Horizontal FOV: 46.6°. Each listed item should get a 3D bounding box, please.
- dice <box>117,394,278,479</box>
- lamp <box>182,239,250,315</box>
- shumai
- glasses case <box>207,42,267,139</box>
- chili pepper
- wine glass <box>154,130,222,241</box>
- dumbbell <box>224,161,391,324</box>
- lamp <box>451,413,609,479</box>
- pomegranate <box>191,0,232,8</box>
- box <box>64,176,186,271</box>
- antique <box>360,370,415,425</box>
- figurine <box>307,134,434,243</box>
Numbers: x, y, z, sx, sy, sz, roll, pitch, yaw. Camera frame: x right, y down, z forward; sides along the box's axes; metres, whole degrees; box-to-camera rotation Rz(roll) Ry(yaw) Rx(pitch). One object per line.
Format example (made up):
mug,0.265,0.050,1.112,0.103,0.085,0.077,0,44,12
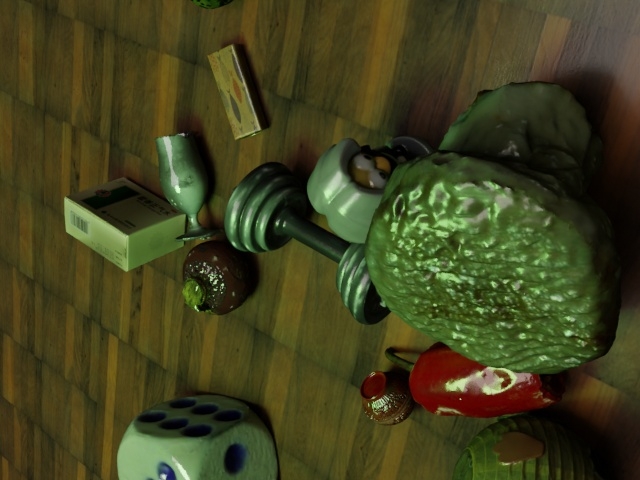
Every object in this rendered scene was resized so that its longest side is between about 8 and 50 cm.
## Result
dice,-0.269,0.496,1.629,0.259,0.243,0.251,4,107,40
lamp,-0.221,0.080,1.521,0.156,0.135,0.157,-17,91,40
shumai,0.254,-0.036,1.000,0.324,0.323,0.397,12,146,23
glasses case,-0.155,-0.283,1.414,0.064,0.041,0.170,-16,94,29
chili pepper,0.219,0.226,1.215,0.338,0.134,0.131,-14,76,38
wine glass,-0.276,-0.110,1.525,0.103,0.103,0.222,-4,103,39
dumbbell,0.000,0.000,1.295,0.406,0.179,0.179,30,121,27
lamp,0.342,0.402,1.133,0.284,0.250,0.250,19,121,-6
pomegranate,-0.206,-0.489,1.349,0.161,0.122,0.122,50,134,49
box,-0.424,-0.040,1.619,0.212,0.168,0.095,28,123,28
antique,0.123,0.287,1.345,0.104,0.104,0.104,13,112,35
figurine,0.089,-0.080,1.160,0.176,0.236,0.133,50,127,15
